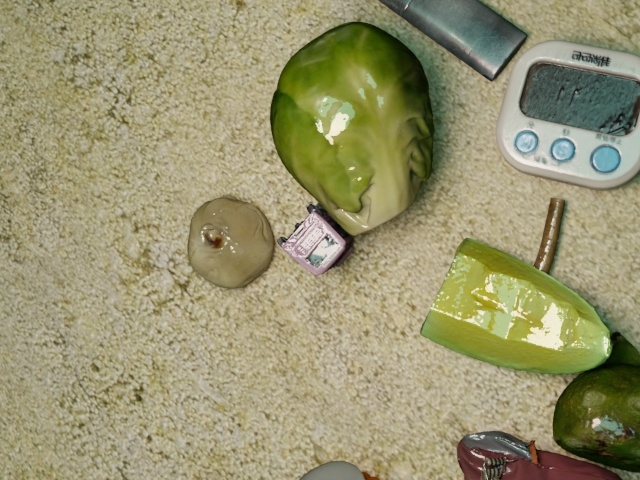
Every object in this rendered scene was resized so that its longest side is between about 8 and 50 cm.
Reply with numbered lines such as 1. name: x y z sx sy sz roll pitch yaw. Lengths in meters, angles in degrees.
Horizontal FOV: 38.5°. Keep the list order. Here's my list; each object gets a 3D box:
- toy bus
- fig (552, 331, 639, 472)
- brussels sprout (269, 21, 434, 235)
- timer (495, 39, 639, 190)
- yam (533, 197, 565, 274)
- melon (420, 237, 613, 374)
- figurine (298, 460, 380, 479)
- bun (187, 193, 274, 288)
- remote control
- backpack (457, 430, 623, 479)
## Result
1. toy bus: 0.000 0.000 1.636 0.108 0.199 0.096 41 97 4
2. fig: 0.490 0.249 1.488 0.203 0.203 0.235 13 67 16
3. brussels sprout: 0.062 -0.194 1.590 0.281 0.289 0.355 -17 91 7
4. timer: 0.446 -0.214 1.583 0.262 0.087 0.237 16 88 19
5. yam: 0.401 -0.002 1.608 0.032 0.032 0.145 13 89 16
6. melon: 0.339 0.134 1.549 0.323 0.124 0.196 23 91 27
7. figurine: 0.074 0.570 1.565 0.224 0.205 0.382 -39 84 15
8. bun: -0.178 0.001 1.725 0.173 0.113 0.167 43 97 13
9. remote control: 0.200 -0.443 1.697 0.377 0.044 0.107 39 91 15
10. backpack: 0.363 0.473 1.488 0.317 0.197 0.283 9 86 15
